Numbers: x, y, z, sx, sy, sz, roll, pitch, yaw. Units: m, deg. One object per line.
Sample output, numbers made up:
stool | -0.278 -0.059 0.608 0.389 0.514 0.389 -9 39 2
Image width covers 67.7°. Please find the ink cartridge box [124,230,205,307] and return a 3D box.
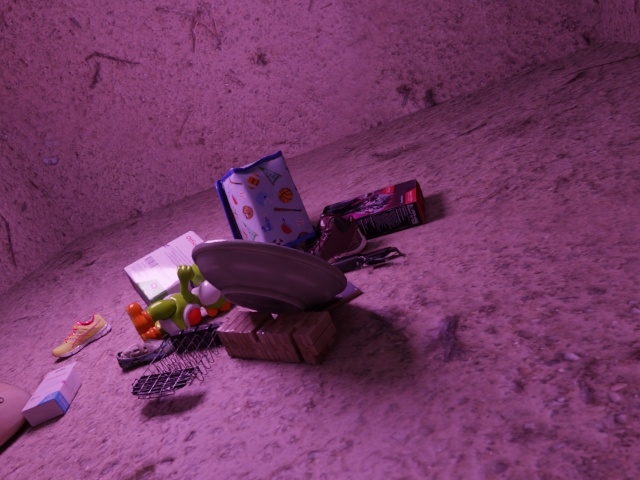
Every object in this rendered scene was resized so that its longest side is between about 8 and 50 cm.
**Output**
ink cartridge box | -0.536 0.121 1.771 0.289 0.122 0.211 -33 52 -26

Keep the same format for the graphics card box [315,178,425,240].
graphics card box | 0.178 -0.094 1.695 0.370 0.094 0.233 -17 22 19

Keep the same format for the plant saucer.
plant saucer | -0.135 0.114 1.203 0.400 0.400 0.101 -6 64 37

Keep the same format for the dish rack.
dish rack | -0.369 0.327 1.282 0.208 0.074 0.272 -16 24 22

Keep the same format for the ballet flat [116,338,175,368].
ballet flat | -0.530 0.332 1.439 0.188 0.070 0.070 -22 21 2

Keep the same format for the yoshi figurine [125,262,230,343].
yoshi figurine | -0.442 0.175 1.557 0.362 0.203 0.203 -28 15 -22

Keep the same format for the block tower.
block tower | -0.120 0.240 1.204 0.335 0.091 0.097 -6 26 39

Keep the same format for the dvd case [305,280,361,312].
dvd case | -0.014 0.171 1.361 0.221 0.018 0.164 -29 22 -14

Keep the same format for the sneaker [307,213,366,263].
sneaker | 0.000 0.000 1.553 0.281 0.163 0.106 -26 21 -8

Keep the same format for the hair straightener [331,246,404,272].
hair straightener | 0.139 0.067 1.434 0.230 0.047 0.089 -10 24 20

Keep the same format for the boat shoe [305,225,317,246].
boat shoe | -0.036 -0.017 1.804 0.046 0.038 0.125 -14 23 23

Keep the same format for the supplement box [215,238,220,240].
supplement box | -0.518 0.076 2.021 0.233 0.078 0.080 -20 18 6

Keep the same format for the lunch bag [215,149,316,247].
lunch bag | -0.225 -0.113 1.745 0.238 0.328 0.385 -22 7 -19

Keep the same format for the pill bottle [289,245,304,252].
pill bottle | -0.109 0.074 1.620 0.067 0.067 0.120 -4 28 41

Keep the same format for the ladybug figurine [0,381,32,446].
ladybug figurine | -1.049 0.543 1.329 0.449 0.162 0.305 -30 22 -16

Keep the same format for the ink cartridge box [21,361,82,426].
ink cartridge box | -0.786 0.451 1.417 0.104 0.062 0.181 -22 22 2

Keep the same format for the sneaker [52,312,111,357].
sneaker | -0.880 0.340 1.735 0.208 0.094 0.081 -35 26 -25
